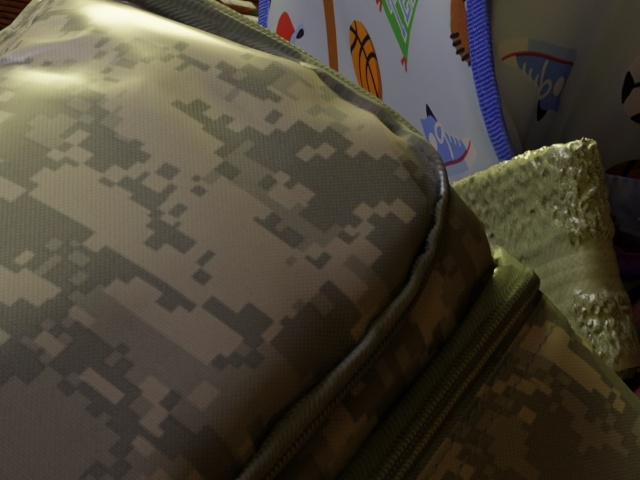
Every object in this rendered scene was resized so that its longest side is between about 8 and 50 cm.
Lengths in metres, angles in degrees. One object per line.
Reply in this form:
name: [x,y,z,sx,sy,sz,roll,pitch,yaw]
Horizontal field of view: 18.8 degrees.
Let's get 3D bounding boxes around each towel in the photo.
towel: [0.093,0.016,0.829,0.027,0.110,0.148,-7,-7,-17]

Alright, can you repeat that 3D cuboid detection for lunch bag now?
lunch bag: [-0.074,0.086,0.533,0.212,0.256,0.305,-37,7,48]
lunch bag: [0.108,-0.140,1.059,0.328,0.239,0.385,151,127,-68]
